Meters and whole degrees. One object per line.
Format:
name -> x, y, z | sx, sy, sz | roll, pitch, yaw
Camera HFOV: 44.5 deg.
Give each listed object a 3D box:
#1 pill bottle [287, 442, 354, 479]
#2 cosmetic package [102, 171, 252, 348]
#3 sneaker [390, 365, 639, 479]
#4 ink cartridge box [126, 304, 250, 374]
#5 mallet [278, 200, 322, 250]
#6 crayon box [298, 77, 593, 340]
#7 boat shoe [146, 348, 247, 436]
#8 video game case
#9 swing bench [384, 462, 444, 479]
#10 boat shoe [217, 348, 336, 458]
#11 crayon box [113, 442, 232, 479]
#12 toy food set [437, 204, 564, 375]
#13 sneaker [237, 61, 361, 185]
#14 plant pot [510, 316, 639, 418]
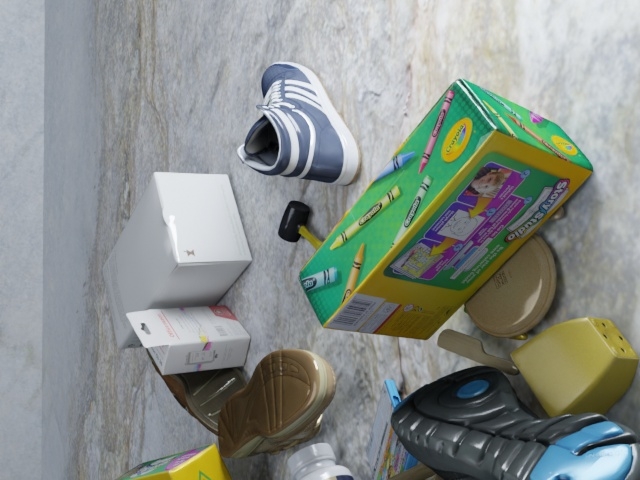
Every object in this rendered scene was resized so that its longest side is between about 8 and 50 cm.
pill bottle -> 0.013, 0.377, 1.098 | 0.094, 0.094, 0.169 | -58, 45, 39
cosmetic package -> -0.290, 0.047, 1.506 | 0.365, 0.155, 0.197 | -45, 55, 47
sneaker -> 0.169, 0.212, 0.705 | 0.140, 0.125, 0.341 | 65, 167, -12
ink cartridge box -> -0.240, 0.176, 1.390 | 0.115, 0.198, 0.067 | 43, 125, 48
mallet -> 0.000, 0.000, 1.177 | 0.189, 0.039, 0.062 | 35, 117, 46
crayon box -> 0.124, -0.016, 0.812 | 0.278, 0.165, 0.081 | -51, 47, 28
boat shoe -> -0.209, 0.276, 1.449 | 0.307, 0.110, 0.105 | 39, 151, 42
video game case -> 0.089, 0.269, 0.991 | 0.166, 0.015, 0.119 | -105, 26, -70
swing bench -> 0.147, 0.339, 0.796 | 0.253, 0.254, 0.165 | 32, 151, 53
boat shoe -> -0.051, 0.251, 1.187 | 0.341, 0.110, 0.122 | -42, 44, 53
crayon box -> -0.228, 0.540, 1.383 | 0.363, 0.106, 0.313 | -31, 83, 52
toy food set -> 0.206, 0.044, 0.861 | 0.132, 0.038, 0.192 | 20, 96, 50
sneaker -> -0.064, -0.187, 1.159 | 0.282, 0.153, 0.099 | 57, 134, 40
plant pot -> 0.252, 0.118, 0.749 | 0.083, 0.081, 0.082 | -50, 49, 30
